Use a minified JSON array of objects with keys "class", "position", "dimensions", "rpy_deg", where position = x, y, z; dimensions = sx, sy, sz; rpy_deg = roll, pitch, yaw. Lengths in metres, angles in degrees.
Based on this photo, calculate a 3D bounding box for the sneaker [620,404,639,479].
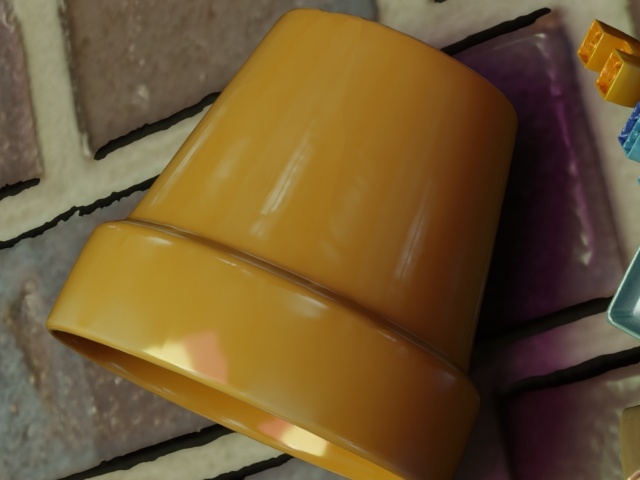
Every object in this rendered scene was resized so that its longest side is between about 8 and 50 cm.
[{"class":"sneaker","position":[0.193,0.156,0.804],"dimensions":[0.086,0.064,0.192],"rpy_deg":[-18,72,24]}]

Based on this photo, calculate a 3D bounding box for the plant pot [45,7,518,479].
[{"class":"plant pot","position":[0.000,0.000,0.895],"dimensions":[0.205,0.205,0.188],"rpy_deg":[16,77,37]}]

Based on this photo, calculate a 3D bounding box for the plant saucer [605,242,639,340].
[{"class":"plant saucer","position":[0.217,0.049,0.826],"dimensions":[0.192,0.018,0.067],"rpy_deg":[31,101,34]}]

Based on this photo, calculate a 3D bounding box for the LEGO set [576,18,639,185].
[{"class":"LEGO set","position":[0.178,-0.070,0.807],"dimensions":[0.227,0.093,0.087],"rpy_deg":[-99,32,-60]}]
